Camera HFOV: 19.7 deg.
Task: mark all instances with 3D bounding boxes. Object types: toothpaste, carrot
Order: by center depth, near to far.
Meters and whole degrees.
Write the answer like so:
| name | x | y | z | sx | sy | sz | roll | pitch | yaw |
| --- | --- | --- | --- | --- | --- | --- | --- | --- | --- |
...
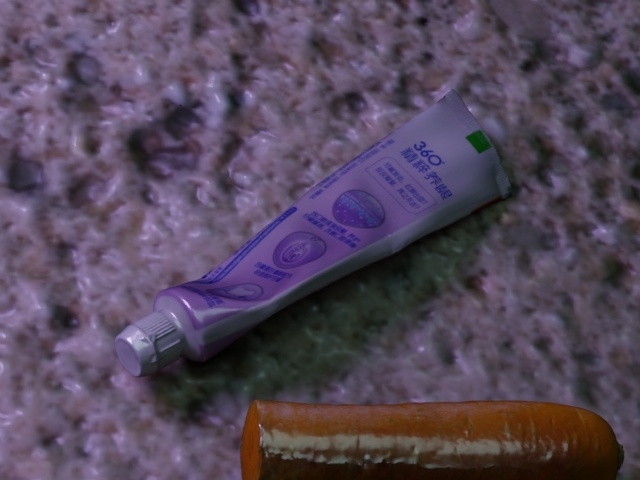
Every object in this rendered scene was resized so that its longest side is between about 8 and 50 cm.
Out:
| name | x | y | z | sx | sy | sz | roll | pitch | yaw |
| --- | --- | --- | --- | --- | --- | --- | --- | --- | --- |
| carrot | 0.069 | 0.124 | 1.056 | 0.225 | 0.067 | 0.067 | 3 | 58 | -11 |
| toothpaste | 0.000 | 0.000 | 1.128 | 0.301 | 0.048 | 0.075 | -31 | 59 | -31 |
